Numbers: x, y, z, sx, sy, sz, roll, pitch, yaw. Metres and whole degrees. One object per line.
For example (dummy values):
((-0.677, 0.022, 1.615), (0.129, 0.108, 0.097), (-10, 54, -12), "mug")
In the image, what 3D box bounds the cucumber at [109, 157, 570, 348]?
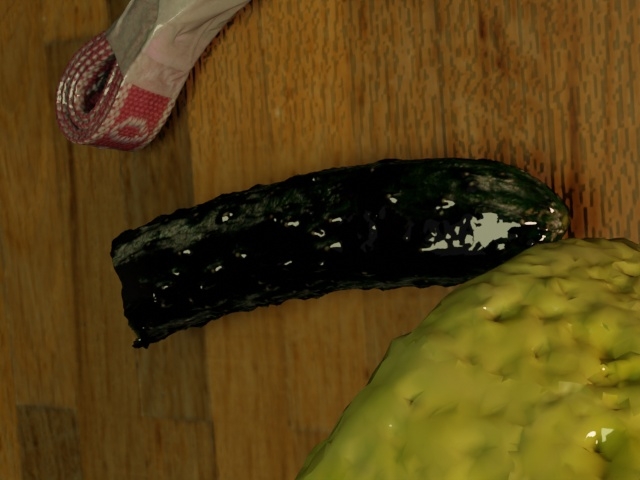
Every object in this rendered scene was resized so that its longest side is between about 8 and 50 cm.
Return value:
((0.000, 0.000, 0.792), (0.303, 0.072, 0.081), (-15, 85, 37), "cucumber")

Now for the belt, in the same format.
((-0.081, -0.140, 0.849), (0.232, 0.053, 0.071), (-51, 57, 30), "belt")

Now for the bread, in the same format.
((0.145, 0.179, 0.550), (0.308, 0.348, 0.348), (42, 119, 34), "bread")
